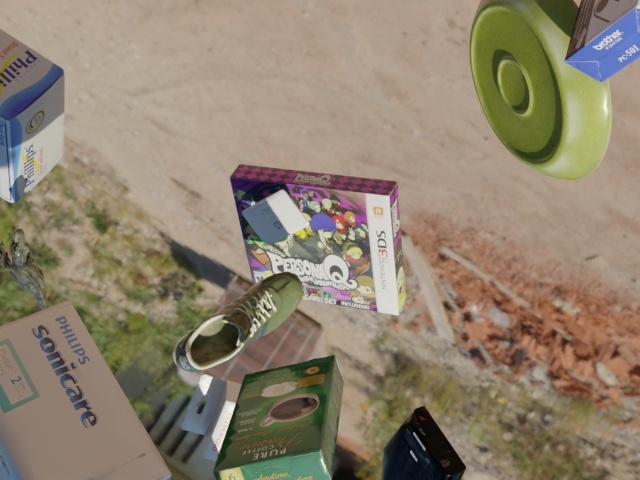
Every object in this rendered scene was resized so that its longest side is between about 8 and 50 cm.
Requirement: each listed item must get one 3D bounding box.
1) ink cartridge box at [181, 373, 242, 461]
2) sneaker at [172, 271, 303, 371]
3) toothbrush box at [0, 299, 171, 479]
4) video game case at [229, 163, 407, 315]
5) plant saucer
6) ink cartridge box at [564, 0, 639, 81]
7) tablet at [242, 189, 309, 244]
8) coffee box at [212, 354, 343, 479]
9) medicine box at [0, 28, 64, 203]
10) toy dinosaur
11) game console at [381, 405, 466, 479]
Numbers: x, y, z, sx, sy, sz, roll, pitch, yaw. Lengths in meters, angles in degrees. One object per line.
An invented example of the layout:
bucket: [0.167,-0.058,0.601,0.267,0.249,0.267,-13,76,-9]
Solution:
ink cartridge box: [-0.105,0.275,1.215,0.181,0.104,0.061,19,-163,-11]
sneaker: [-0.096,0.105,1.040,0.064,0.192,0.086,58,168,-4]
toothbrush box: [-0.282,0.238,0.889,0.216,0.126,0.295,54,145,19]
video game case: [0.000,0.000,1.161,0.232,0.042,0.210,9,130,20]
plant saucer: [0.225,-0.173,0.907,0.241,0.037,0.241,158,90,-77]
ink cartridge box: [0.288,-0.254,0.753,0.046,0.207,0.097,26,156,-12]
tablet: [-0.055,-0.027,1.003,0.083,0.006,0.054,-24,108,45]
coffee box: [-0.038,0.190,0.866,0.184,0.113,0.040,-79,-26,-69]
medicine box: [-0.610,-0.249,1.458,0.289,0.149,0.263,32,147,1]
toy dinosaur: [-0.527,0.061,1.497,0.118,0.064,0.268,37,156,29]
game console: [0.185,0.418,1.136,0.361,0.044,0.213,56,146,41]
